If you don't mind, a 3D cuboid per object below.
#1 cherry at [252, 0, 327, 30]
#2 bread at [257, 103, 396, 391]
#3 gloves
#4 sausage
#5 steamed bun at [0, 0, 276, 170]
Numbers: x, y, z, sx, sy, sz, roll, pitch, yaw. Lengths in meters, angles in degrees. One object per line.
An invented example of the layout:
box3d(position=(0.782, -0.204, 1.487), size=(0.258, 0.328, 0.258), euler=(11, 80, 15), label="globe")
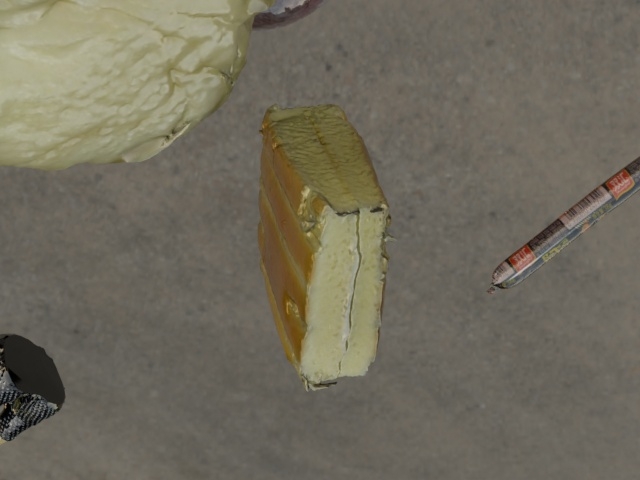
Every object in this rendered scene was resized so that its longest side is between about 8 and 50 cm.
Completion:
box3d(position=(-0.075, -0.397, 1.293), size=(0.285, 0.213, 0.236), euler=(-13, 160, -8), label="cherry")
box3d(position=(0.000, 0.000, 1.074), size=(0.111, 0.246, 0.239), euler=(-6, 127, -13), label="bread")
box3d(position=(-0.372, 0.175, 1.023), size=(0.180, 0.106, 0.129), euler=(-26, 178, 11), label="gloves")
box3d(position=(0.221, -0.017, 0.833), size=(0.198, 0.028, 0.025), euler=(-40, 125, 6), label="sausage")
box3d(position=(-0.203, -0.223, 0.826), size=(0.324, 0.230, 0.372), euler=(1, 145, -49), label="steamed bun")
